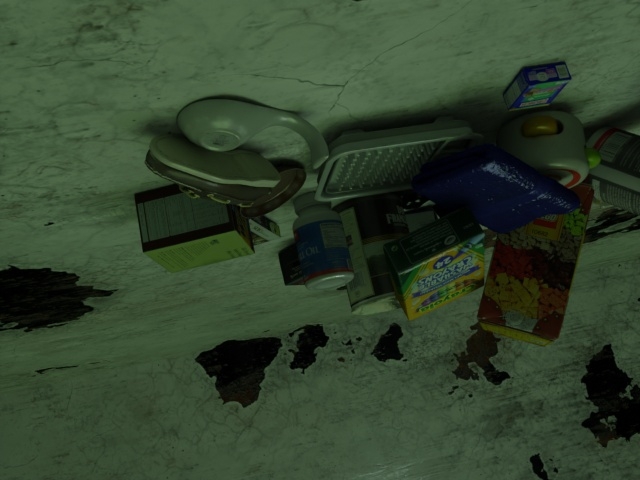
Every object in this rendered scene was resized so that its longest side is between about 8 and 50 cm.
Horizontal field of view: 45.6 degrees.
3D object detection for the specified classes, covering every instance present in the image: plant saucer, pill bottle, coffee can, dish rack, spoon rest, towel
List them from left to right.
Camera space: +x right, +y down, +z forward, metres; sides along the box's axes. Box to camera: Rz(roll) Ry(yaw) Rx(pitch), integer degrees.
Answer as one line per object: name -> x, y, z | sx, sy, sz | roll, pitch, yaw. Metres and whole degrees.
spoon rest -> -0.119, -0.198, 1.361 | 0.276, 0.084, 0.137 | 11, 154, -26
plant saucer -> -0.108, -0.111, 1.653 | 0.168, 0.029, 0.168 | -30, 163, -10
pill bottle -> 0.000, 0.000, 1.848 | 0.124, 0.221, 0.124 | -12, 164, -4
coffee can -> 0.148, 0.038, 2.002 | 0.202, 0.275, 0.201 | -12, 165, -3
dish rack -> 0.153, -0.178, 1.625 | 0.333, 0.072, 0.285 | -10, 165, -11
towel -> 0.371, -0.113, 1.616 | 0.308, 0.076, 0.228 | 21, 151, -37
pill bottle -> 0.774, -0.139, 1.768 | 0.176, 0.176, 0.318 | 4, -160, -46

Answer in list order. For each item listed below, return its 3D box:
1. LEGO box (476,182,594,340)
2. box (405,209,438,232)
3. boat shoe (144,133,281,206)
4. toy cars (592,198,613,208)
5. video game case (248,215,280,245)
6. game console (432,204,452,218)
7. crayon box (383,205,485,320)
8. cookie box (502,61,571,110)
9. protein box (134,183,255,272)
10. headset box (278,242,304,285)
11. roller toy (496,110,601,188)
LEGO box -> 0.550, 0.068, 1.983 | 0.193, 0.372, 0.500 | 14, 174, 15
box -> 0.282, -0.033, 2.215 | 0.126, 0.072, 0.137 | -9, 167, 13
boat shoe -> -0.207, -0.121, 1.427 | 0.096, 0.116, 0.324 | -47, 155, 23
toy cars -> 0.794, -0.108, 2.359 | 0.176, 0.087, 0.394 | 2, 159, -43
video game case -> -0.244, -0.014, 1.942 | 0.232, 0.041, 0.210 | -16, 163, 13
game console -> 0.512, -0.108, 2.219 | 0.361, 0.044, 0.213 | 2, 160, -42
crayon box -> 0.266, 0.070, 1.733 | 0.203, 0.083, 0.323 | -25, 151, -2
cookie box -> 0.418, -0.296, 1.474 | 0.092, 0.040, 0.107 | -11, 165, -11
protein box -> -0.271, -0.034, 1.670 | 0.201, 0.136, 0.200 | -13, 164, 3
headset box -> 0.034, 0.052, 2.268 | 0.293, 0.110, 0.218 | 1, 160, -40
roller toy -> 0.486, -0.197, 1.685 | 0.209, 0.146, 0.191 | 9, 159, -32
